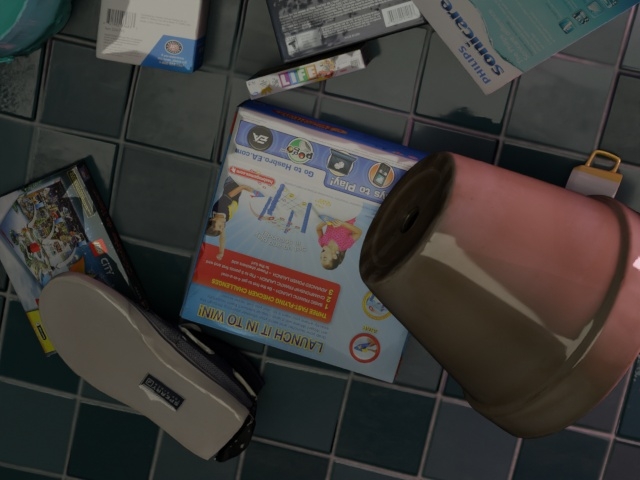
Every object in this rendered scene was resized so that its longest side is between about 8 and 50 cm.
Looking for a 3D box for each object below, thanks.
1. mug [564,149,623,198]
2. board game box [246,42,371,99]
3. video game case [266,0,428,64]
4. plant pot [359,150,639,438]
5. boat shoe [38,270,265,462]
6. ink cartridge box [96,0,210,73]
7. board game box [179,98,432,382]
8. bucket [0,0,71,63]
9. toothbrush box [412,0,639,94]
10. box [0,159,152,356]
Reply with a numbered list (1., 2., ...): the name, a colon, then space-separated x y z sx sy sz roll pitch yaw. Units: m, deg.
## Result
1. mug: 0.360 -0.074 1.975 0.064 0.078 0.062 22 137 10
2. board game box: -0.014 -0.222 1.952 0.154 0.103 0.026 -14 101 9
3. video game case: 0.010 -0.385 1.929 0.196 0.026 0.274 -15 90 10
4. plant pot: 0.214 0.040 1.838 0.280 0.323 0.323 32 105 -21
5. boat shoe: -0.224 0.152 2.036 0.340 0.158 0.127 43 110 -4
6. ink cartridge box: -0.211 -0.345 1.960 0.134 0.078 0.231 10 104 4
7. board game box: 0.000 0.000 2.011 0.308 0.086 0.302 18 105 2
8. bucket: -0.460 -0.360 1.931 0.281 0.183 0.281 1 102 7
9. toothbrush box: 0.258 -0.344 1.807 0.216 0.126 0.295 50 135 -9
10. box: -0.354 0.026 2.079 0.159 0.044 0.233 -22 99 11
